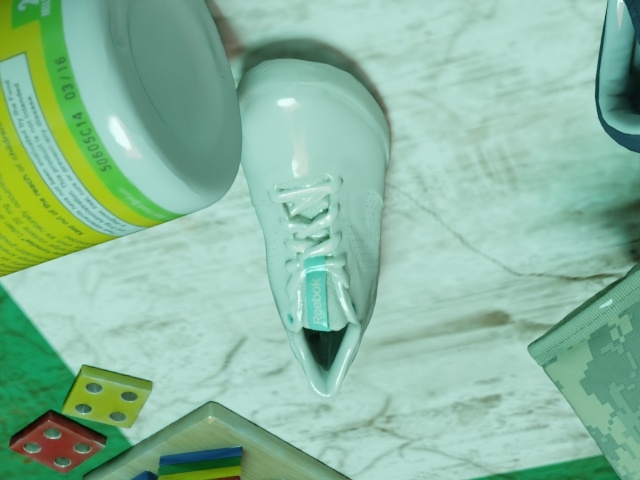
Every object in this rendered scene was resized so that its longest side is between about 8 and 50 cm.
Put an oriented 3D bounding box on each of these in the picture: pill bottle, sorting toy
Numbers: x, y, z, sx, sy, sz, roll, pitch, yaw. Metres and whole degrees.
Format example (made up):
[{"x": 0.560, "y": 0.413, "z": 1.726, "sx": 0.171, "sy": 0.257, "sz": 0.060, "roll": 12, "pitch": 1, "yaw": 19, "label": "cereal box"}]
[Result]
[{"x": -0.174, "y": -0.047, "z": 0.878, "sx": 0.246, "sy": 0.136, "sz": 0.136, "roll": -18, "pitch": 136, "yaw": 21, "label": "pill bottle"}, {"x": -0.075, "y": 0.173, "z": 1.205, "sx": 0.132, "sy": 0.046, "sz": 0.274, "roll": -32, "pitch": 129, "yaw": 33, "label": "sorting toy"}]

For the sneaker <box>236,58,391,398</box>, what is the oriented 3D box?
[{"x": 0.000, "y": 0.000, "z": 0.960, "sx": 0.080, "sy": 0.094, "sz": 0.212, "roll": -3, "pitch": 139, "yaw": 8, "label": "sneaker"}]

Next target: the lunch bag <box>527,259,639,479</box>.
[{"x": 0.289, "y": 0.056, "z": 0.893, "sx": 0.287, "sy": 0.169, "sz": 0.235, "roll": -39, "pitch": 83, "yaw": 39, "label": "lunch bag"}]

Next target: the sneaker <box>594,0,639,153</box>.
[{"x": 0.208, "y": -0.116, "z": 0.650, "sx": 0.153, "sy": 0.099, "sz": 0.282, "roll": 9, "pitch": 139, "yaw": -24, "label": "sneaker"}]
